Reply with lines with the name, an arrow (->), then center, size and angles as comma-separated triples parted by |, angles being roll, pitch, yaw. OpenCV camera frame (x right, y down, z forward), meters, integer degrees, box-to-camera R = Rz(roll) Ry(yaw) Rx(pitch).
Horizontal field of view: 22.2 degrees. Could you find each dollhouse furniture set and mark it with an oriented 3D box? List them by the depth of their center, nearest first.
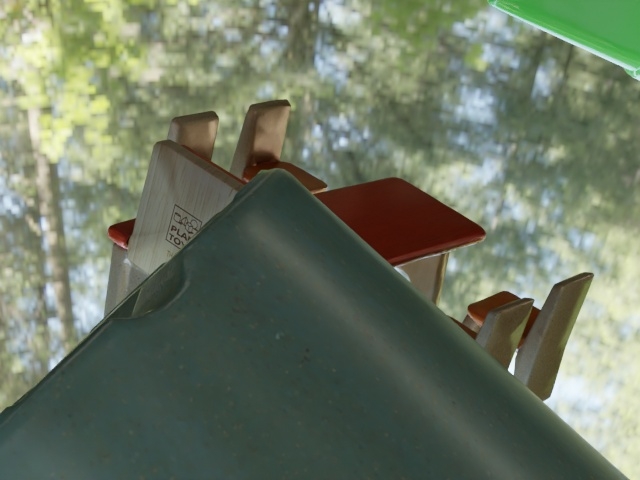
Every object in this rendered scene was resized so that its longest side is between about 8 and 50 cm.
dollhouse furniture set -> 0.000, 0.000, 0.968 | 0.262, 0.135, 0.259 | 32, -152, 29

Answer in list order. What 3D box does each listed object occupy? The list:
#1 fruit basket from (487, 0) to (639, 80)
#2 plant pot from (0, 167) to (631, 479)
fruit basket -> 0.320, -0.307, 1.252 | 0.392, 0.392, 0.283 | -8, -141, -10
plant pot -> 0.002, 0.172, 0.690 | 0.334, 0.341, 0.341 | 47, -120, -2
